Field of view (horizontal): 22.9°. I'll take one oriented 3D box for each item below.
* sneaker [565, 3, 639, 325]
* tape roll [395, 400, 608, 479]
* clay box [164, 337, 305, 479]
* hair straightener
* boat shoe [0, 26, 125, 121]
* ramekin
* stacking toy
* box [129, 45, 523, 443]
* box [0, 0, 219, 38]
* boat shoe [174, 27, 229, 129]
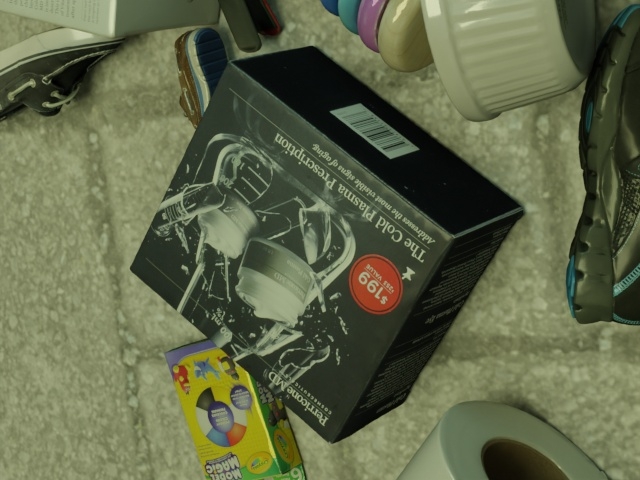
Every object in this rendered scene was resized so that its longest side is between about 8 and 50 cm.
[{"bbox_3d":[0.343,-0.077,1.670,0.140,0.125,0.340,4,102,4],"label":"sneaker"},{"bbox_3d":[0.194,0.322,1.761,0.246,0.246,0.169,42,119,18],"label":"tape roll"},{"bbox_3d":[-0.110,0.232,2.050,0.127,0.053,0.222,-18,90,35],"label":"clay box"},{"bbox_3d":[-0.125,-0.317,1.854,0.047,0.089,0.230,5,132,40],"label":"hair straightener"},{"bbox_3d":[-0.359,-0.215,2.074,0.301,0.108,0.102,-14,93,37],"label":"boat shoe"},{"bbox_3d":[0.198,-0.262,1.619,0.127,0.273,0.272,-6,98,21],"label":"ramekin"},{"bbox_3d":[0.014,-0.331,1.802,0.330,0.141,0.141,39,119,26],"label":"stacking toy"},{"bbox_3d":[0.000,0.000,1.850,0.343,0.179,0.312,39,120,20],"label":"box"},{"bbox_3d":[-0.317,-0.369,1.944,0.345,0.215,0.168,17,110,29],"label":"box"},{"bbox_3d":[-0.139,-0.174,1.973,0.066,0.066,0.183,2,105,50],"label":"boat shoe"}]
